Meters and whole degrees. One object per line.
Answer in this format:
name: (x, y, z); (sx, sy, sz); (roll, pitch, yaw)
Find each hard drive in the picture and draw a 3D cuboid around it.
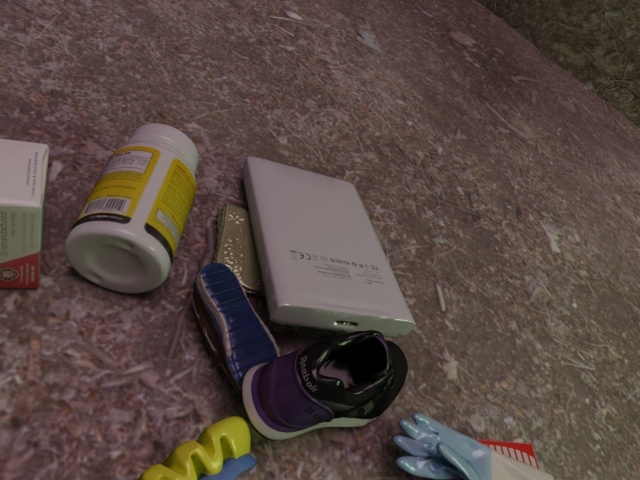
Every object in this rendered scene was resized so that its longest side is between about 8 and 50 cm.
hard drive: (0.000, 0.000, 0.763); (0.202, 0.040, 0.308); (12, 38, -26)

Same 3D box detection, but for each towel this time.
towel: (-0.099, 0.014, 0.749); (0.110, 0.027, 0.148); (15, 47, -20)

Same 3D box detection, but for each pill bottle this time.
pill bottle: (-0.226, -0.048, 0.662); (0.119, 0.119, 0.209); (20, 46, -15)

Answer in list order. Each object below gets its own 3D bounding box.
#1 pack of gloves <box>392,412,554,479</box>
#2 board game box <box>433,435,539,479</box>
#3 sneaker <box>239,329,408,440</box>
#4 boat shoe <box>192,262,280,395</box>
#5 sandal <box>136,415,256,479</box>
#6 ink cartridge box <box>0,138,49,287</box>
pack of gloves: (0.178, 0.308, 0.583); (0.232, 0.046, 0.195); (26, 45, -6)
board game box: (0.220, 0.349, 0.638); (0.146, 0.045, 0.194); (12, 48, -21)
sneaker: (0.051, 0.156, 0.606); (0.283, 0.124, 0.107); (2, 59, -54)
boat shoe: (-0.103, 0.119, 0.628); (0.066, 0.066, 0.183); (-8, 65, -39)
sandal: (-0.154, 0.281, 0.427); (0.317, 0.126, 0.138); (-26, 73, -40)
ink cartridge box: (-0.397, -0.028, 0.515); (0.217, 0.159, 0.092); (5, 52, -27)
